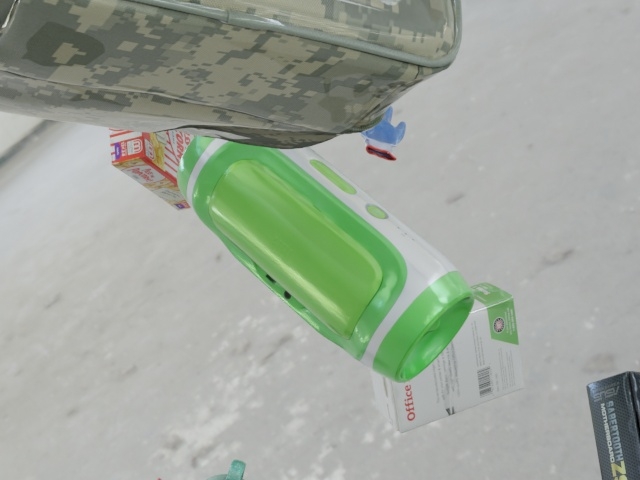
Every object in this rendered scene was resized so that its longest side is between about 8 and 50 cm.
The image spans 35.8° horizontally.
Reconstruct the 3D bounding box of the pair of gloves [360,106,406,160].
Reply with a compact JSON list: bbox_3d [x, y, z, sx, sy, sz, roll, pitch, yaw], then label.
[{"bbox_3d":[0.037,-0.185,1.482,0.159,0.198,0.023,-87,18,-56],"label":"pair of gloves"}]

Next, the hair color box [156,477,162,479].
[{"bbox_3d":[-0.232,0.392,1.303,0.141,0.072,0.043,-52,-2,4],"label":"hair color box"}]

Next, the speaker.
[{"bbox_3d":[0.000,0.000,0.942,0.131,0.131,0.296,-41,67,-21],"label":"speaker"}]

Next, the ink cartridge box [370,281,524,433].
[{"bbox_3d":[0.185,0.174,1.495,0.220,0.160,0.092,-16,20,-17],"label":"ink cartridge box"}]

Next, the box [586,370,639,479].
[{"bbox_3d":[0.364,0.224,0.925,0.059,0.233,0.183,-36,51,53],"label":"box"}]

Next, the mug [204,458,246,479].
[{"bbox_3d":[-0.160,0.471,1.747,0.158,0.129,0.097,-40,2,7],"label":"mug"}]

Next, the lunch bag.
[{"bbox_3d":[-0.103,-0.165,0.621,0.256,0.305,0.212,-34,56,55],"label":"lunch bag"}]

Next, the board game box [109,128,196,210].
[{"bbox_3d":[-0.203,-0.134,1.226,0.045,0.146,0.193,-12,-17,13],"label":"board game box"}]
